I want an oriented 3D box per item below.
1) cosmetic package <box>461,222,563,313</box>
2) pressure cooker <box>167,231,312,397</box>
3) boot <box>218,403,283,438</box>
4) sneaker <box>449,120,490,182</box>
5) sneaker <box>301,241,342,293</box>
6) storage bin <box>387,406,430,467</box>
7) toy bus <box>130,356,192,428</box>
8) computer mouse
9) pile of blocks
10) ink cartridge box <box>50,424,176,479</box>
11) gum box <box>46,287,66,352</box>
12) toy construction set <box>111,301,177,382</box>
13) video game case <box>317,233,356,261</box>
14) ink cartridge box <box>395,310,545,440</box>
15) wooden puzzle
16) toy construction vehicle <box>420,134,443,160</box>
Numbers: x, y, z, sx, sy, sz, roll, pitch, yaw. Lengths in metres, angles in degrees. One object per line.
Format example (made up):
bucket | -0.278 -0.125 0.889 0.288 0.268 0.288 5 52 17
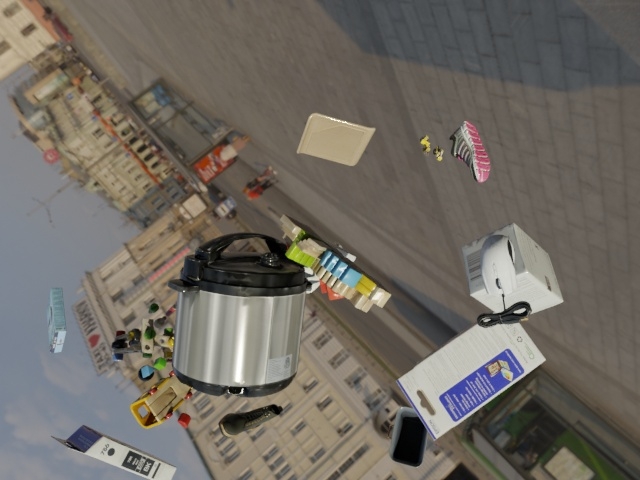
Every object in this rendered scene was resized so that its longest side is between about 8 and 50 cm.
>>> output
cosmetic package | 0.475 0.083 1.236 0.183 0.151 0.151 31 -136 -33
pressure cooker | -0.218 0.186 1.410 0.375 0.421 0.370 6 -174 2
boot | -0.223 0.568 1.596 0.077 0.137 0.198 66 -162 17
sneaker | 0.382 -0.221 1.286 0.075 0.063 0.170 -32 66 47
sneaker | -0.029 0.048 1.666 0.153 0.235 0.094 53 150 -18
storage bin | 0.224 0.508 1.274 0.098 0.135 0.091 9 153 15
toy bus | -0.475 0.471 1.500 0.202 0.104 0.191 33 -141 -43
computer mouse | 0.359 0.076 1.006 0.042 0.106 0.193 23 -122 -48
pile of blocks | 0.008 0.076 1.294 0.362 0.113 0.149 38 -171 26
ink cartridge box | -0.596 0.617 1.443 0.165 0.065 0.332 -5 142 45
gum box | -0.974 0.294 1.825 0.157 0.041 0.184 -54 48 40
toy construction set | -0.616 0.350 1.878 0.257 0.309 0.237 33 138 -18
video game case | 0.000 0.000 1.533 0.173 0.022 0.190 31 -177 36
ink cartridge box | 0.390 0.339 1.301 0.176 0.371 0.069 57 167 11
wooden puzzle | 0.051 -0.361 1.765 0.238 0.044 0.221 9 152 -12
toy construction vehicle | 0.395 -0.329 1.756 0.086 0.035 0.098 31 -139 -13
